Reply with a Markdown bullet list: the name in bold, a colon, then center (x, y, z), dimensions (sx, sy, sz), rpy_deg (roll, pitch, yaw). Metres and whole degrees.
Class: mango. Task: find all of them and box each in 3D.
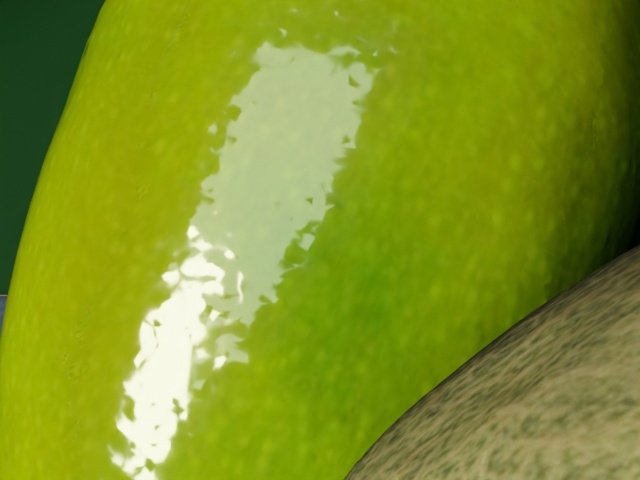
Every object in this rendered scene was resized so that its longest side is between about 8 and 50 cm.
- **mango**: center (0.000, 0.000, 0.531), dimensions (0.192, 0.156, 0.343), rpy_deg (16, 76, 15)

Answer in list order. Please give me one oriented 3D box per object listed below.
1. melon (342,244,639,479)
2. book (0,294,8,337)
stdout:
- **melon**: center (0.131, 0.107, 0.378), dimensions (0.329, 0.248, 0.248), rpy_deg (-27, 59, 15)
- **book**: center (-0.184, 0.108, 0.622), dimensions (0.269, 0.025, 0.190), rpy_deg (2, 67, 21)
